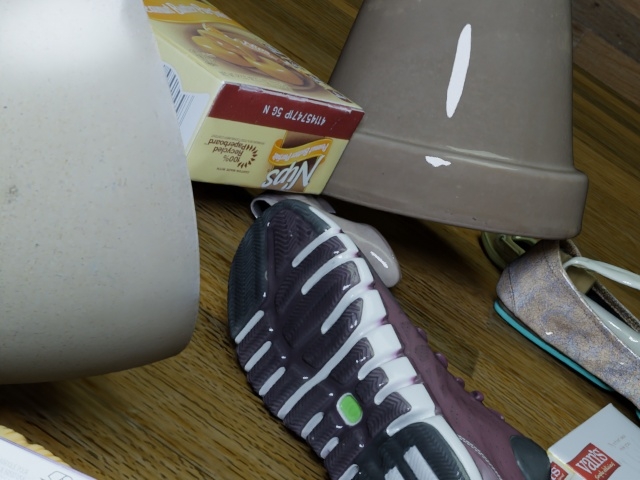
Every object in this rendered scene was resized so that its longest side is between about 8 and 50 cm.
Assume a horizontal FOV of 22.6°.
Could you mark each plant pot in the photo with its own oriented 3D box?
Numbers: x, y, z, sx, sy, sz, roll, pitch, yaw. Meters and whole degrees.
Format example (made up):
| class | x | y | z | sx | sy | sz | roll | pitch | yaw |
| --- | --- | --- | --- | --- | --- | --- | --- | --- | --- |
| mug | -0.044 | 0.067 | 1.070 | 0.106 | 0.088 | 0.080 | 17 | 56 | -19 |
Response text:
| class | x | y | z | sx | sy | sz | roll | pitch | yaw |
| --- | --- | --- | --- | --- | --- | --- | --- | --- | --- |
| plant pot | -0.201 | -0.048 | 0.757 | 0.191 | 0.284 | 0.284 | -20 | 46 | -20 |
| plant pot | 0.118 | -0.138 | 1.360 | 0.263 | 0.229 | 0.263 | 12 | 7 | -2 |

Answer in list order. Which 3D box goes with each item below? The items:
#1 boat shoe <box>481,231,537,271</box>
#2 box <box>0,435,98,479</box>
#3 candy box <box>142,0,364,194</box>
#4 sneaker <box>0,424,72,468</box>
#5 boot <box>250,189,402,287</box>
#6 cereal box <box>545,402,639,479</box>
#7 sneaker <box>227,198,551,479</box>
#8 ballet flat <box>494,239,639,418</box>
| class | x | y | z | sx | sy | sz | roll | pitch | yaw |
| --- | --- | --- | --- | --- | --- | --- | --- | --- | --- |
| boat shoe | 0.199 | 0.018 | 1.521 | 0.056 | 0.048 | 0.153 | 26 | 21 | -25 |
| box | -0.206 | 0.061 | 0.525 | 0.324 | 0.063 | 0.067 | 24 | 61 | -3 |
| candy box | -0.140 | -0.154 | 1.269 | 0.316 | 0.087 | 0.183 | 38 | 18 | 30 |
| sneaker | -0.185 | 0.117 | 0.609 | 0.296 | 0.112 | 0.131 | 37 | 40 | 3 |
| boot | 0.000 | 0.000 | 1.259 | 0.118 | 0.042 | 0.087 | 41 | 25 | 24 |
| cereal box | 0.267 | 0.221 | 1.144 | 0.240 | 0.047 | 0.173 | 40 | 20 | 15 |
| sneaker | 0.052 | 0.102 | 1.026 | 0.162 | 0.106 | 0.281 | 22 | 32 | -48 |
| ballet flat | 0.294 | 0.106 | 1.377 | 0.316 | 0.106 | 0.107 | 38 | 18 | 9 |
